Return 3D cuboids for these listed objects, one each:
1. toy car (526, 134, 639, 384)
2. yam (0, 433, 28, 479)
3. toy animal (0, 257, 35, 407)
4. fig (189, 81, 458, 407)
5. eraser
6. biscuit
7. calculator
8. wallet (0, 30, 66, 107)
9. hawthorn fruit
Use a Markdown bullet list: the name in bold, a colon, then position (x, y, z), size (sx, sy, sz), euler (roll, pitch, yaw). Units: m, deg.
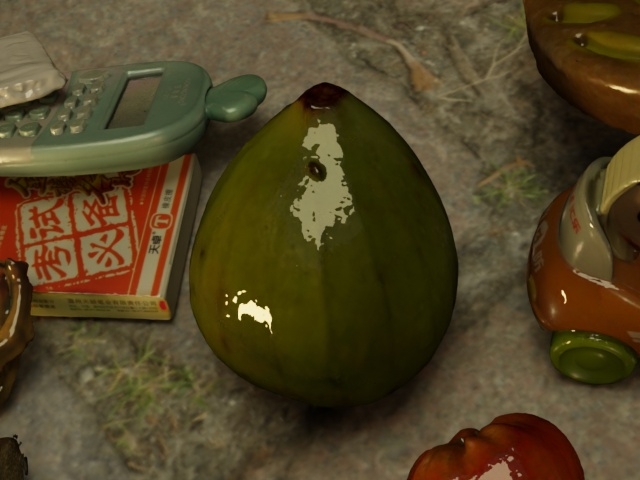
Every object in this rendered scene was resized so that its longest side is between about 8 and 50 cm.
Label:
- **toy car**: position (0.261, -0.003, 0.930), size (0.235, 0.235, 0.145), euler (7, 54, 12)
- **yam**: position (-0.279, 0.186, 0.939), size (0.127, 0.084, 0.084), euler (-6, 52, -1)
- **toy animal**: position (-0.328, 0.114, 1.003), size (0.149, 0.054, 0.275), euler (37, 80, -5)
- **fig**: position (0.000, 0.000, 0.961), size (0.203, 0.225, 0.203), euler (-3, 29, 2)
- **eraser**: position (-0.225, -0.009, 1.105), size (0.230, 0.038, 0.157), euler (1, 52, 8)
- **biscuit**: position (0.337, -0.181, 1.055), size (0.351, 0.070, 0.394), euler (-1, 28, -2)
- **calculator**: position (-0.193, -0.107, 1.140), size (0.295, 0.042, 0.184), euler (-5, 28, 5)
- **wallet**: position (-0.303, -0.154, 1.180), size (0.124, 0.032, 0.183), euler (-14, 23, -15)
- **hawthorn fruit**: position (0.120, 0.179, 0.870), size (0.125, 0.125, 0.140), euler (-14, 51, -4)
